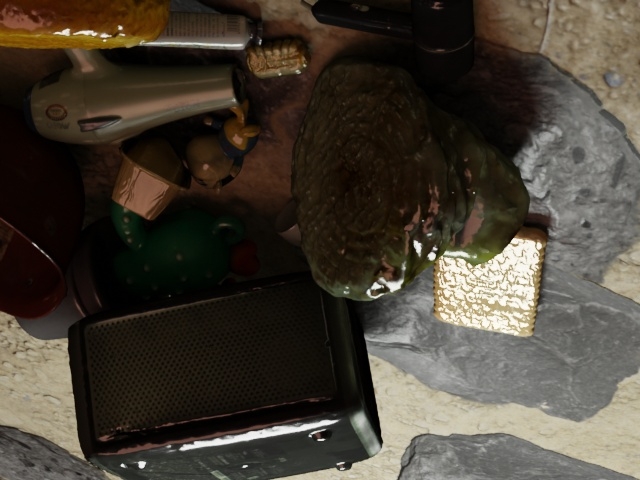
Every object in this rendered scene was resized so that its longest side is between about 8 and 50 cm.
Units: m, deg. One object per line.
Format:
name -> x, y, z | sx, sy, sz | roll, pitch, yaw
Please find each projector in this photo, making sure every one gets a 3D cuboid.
projector -> -0.130, 0.231, 1.920 | 0.405, 0.242, 0.395 | -11, 162, 4

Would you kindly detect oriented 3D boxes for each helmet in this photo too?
helmet -> -0.463, -0.077, 1.823 | 0.337, 0.230, 0.385 | 38, 150, -16

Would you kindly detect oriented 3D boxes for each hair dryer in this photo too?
hair dryer -> -0.240, -0.239, 1.657 | 0.296, 0.119, 0.298 | 10, 131, 1
hair dryer -> 0.075, -0.267, 1.508 | 0.219, 0.071, 0.124 | 13, 143, 21

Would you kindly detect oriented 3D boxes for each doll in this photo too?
doll -> -0.136, -0.125, 1.759 | 0.089, 0.102, 0.179 | -12, 153, -27

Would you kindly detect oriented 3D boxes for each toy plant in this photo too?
toy plant -> -0.286, 0.036, 1.958 | 0.400, 0.185, 0.279 | -14, 105, 26

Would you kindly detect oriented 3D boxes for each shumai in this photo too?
shumai -> 0.132, -0.082, 1.650 | 0.263, 0.304, 0.309 | -3, 172, -33

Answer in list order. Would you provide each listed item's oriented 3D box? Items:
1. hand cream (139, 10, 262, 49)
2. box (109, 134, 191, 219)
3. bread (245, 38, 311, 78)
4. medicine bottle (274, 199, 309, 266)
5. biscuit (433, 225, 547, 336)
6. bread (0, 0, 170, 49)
hand cream -> -0.170, -0.260, 1.589 | 0.195, 0.067, 0.042 | 2, 149, -7
box -> -0.235, -0.096, 1.775 | 0.111, 0.177, 0.111 | -1, 103, -5
bread -> -0.052, -0.232, 1.622 | 0.088, 0.033, 0.049 | -7, 123, 24
medicine bottle -> 0.000, 0.000, 1.863 | 0.080, 0.080, 0.130 | -20, 130, 40
biscuit -> 0.244, 0.052, 1.870 | 0.160, 0.030, 0.249 | 9, 143, 12
bread -> -0.305, -0.299, 1.430 | 0.312, 0.312, 0.172 | 0, 96, 23
